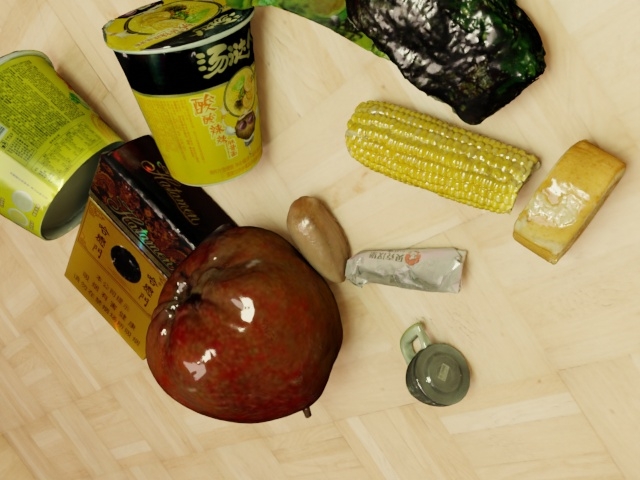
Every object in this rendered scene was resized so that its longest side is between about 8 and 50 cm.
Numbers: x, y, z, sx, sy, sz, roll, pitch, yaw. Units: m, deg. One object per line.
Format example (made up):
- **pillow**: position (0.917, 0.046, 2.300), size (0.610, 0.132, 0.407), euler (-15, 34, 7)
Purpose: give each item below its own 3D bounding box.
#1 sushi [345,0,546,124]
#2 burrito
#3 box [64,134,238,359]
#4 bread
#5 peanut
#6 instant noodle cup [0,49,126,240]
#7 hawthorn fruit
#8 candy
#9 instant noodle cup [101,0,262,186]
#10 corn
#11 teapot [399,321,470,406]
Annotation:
- **sushi**: position (0.140, -0.237, 0.733), size (0.225, 0.124, 0.127), euler (41, 133, -8)
- **burrito**: position (0.123, 0.043, 0.989), size (0.203, 0.064, 0.064), euler (0, 116, 37)
- **box**: position (-0.340, 0.025, 1.310), size (0.264, 0.116, 0.415), euler (47, 136, 7)
- **bread**: position (0.273, -0.042, 0.766), size (0.073, 0.122, 0.149), euler (37, 133, 19)
- **peanut**: position (0.000, 0.000, 1.047), size (0.076, 0.076, 0.152), euler (-14, 111, 43)
- **instant noodle cup**: position (-0.512, -0.154, 1.228), size (0.221, 0.311, 0.311), euler (39, 135, 1)
- **hawthorn fruit**: position (-0.103, 0.142, 1.064), size (0.324, 0.308, 0.308), euler (17, 143, -26)
- **candy**: position (0.004, -0.317, 0.830), size (0.246, 0.069, 0.149), euler (22, 141, 1)
- **instant noodle cup**: position (-0.179, -0.213, 0.979), size (0.215, 0.215, 0.236), euler (17, 133, 30)
- **corn**: position (0.145, -0.106, 0.849), size (0.244, 0.093, 0.093), euler (24, 130, 25)
- **teapot**: position (0.171, 0.199, 1.047), size (0.092, 0.124, 0.091), euler (11, 155, -16)
